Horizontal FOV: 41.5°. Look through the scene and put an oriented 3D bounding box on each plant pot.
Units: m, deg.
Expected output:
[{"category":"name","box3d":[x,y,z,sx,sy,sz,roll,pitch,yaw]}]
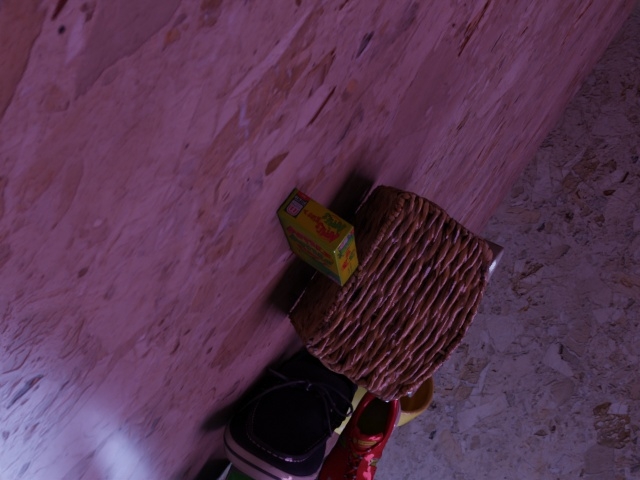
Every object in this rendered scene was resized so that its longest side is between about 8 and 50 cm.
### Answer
[{"category":"plant pot","box3d":[0.125,0.385,2.186,0.239,0.254,0.254,-48,175,40]}]

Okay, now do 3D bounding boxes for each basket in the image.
[{"category":"basket","box3d":[0.118,0.083,1.357,0.299,0.214,0.223,-57,-169,0]}]

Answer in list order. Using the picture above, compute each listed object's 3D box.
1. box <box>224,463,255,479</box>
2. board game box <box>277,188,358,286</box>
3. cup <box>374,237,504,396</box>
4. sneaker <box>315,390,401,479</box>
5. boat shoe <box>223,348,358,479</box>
[{"category":"box","box3d":[-0.077,0.543,1.657,0.231,0.262,0.126,109,3,-80]},{"category":"board game box","box3d":[0.000,0.000,1.153,0.043,0.092,0.181,-53,166,-11]},{"category":"cup","box3d":[0.161,0.095,1.610,0.331,0.237,0.331,-54,166,-19]},{"category":"sneaker","box3d":[0.065,0.377,1.527,0.118,0.107,0.279,88,23,-67]},{"category":"boat shoe","box3d":[-0.039,0.308,1.562,0.156,0.187,0.500,-65,170,13]}]
